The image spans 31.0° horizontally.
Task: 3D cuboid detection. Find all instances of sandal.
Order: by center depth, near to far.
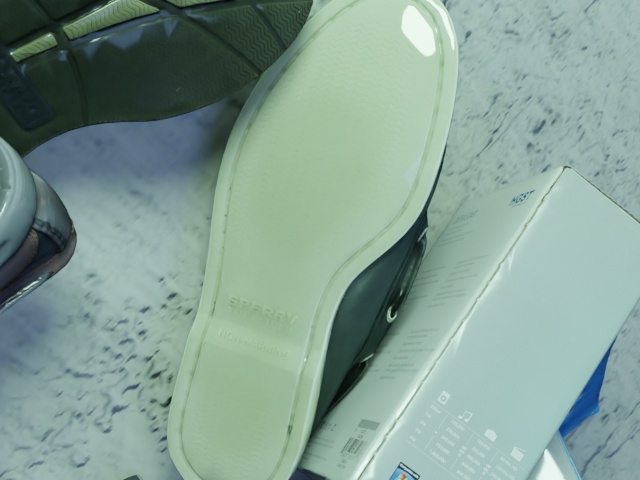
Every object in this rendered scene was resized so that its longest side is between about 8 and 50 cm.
[{"bbox_3d":[-0.147,-0.108,0.602,0.303,0.086,0.120,-24,129,-5],"label":"sandal"}]

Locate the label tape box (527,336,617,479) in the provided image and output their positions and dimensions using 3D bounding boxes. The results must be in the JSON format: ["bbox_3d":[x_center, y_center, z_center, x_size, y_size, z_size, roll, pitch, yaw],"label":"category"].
[{"bbox_3d":[0.131,0.253,0.858,0.348,0.115,0.249,-43,160,-8],"label":"label tape box"}]

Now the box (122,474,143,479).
[{"bbox_3d":[-0.157,0.264,0.751,0.158,0.093,0.156,-22,122,-25],"label":"box"}]

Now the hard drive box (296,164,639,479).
[{"bbox_3d":[0.093,0.078,0.745,0.089,0.181,0.232,37,78,-7],"label":"hard drive box"}]

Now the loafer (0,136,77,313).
[{"bbox_3d":[-0.254,0.063,0.573,0.302,0.109,0.095,-34,152,2],"label":"loafer"}]

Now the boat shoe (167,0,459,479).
[{"bbox_3d":[0.004,0.002,0.733,0.113,0.127,0.340,-25,132,-71],"label":"boat shoe"}]
